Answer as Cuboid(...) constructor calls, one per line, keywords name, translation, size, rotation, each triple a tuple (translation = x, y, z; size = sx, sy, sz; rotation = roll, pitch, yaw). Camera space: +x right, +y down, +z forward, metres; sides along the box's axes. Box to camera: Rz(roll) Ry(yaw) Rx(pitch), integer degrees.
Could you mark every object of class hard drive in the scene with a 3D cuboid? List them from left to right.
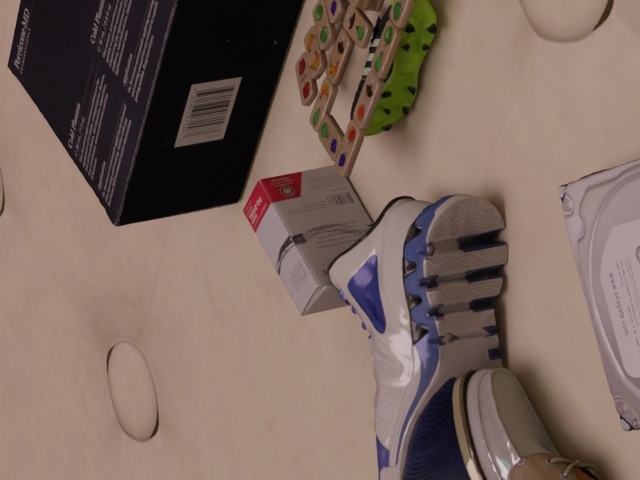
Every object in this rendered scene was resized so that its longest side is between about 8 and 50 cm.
Cuboid(name="hard drive", translation=(0.348, 0.026, 1.635), size=(0.339, 0.064, 0.236), rotation=(-19, 84, 56))

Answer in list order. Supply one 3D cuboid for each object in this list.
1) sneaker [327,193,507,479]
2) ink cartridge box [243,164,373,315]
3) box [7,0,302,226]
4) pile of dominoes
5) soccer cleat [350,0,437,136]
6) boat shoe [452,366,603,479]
Cuboid(name="sneaker", translation=(0.096, 0.091, 2.005), size=(0.182, 0.127, 0.315), rotation=(23, 112, 56))
Cuboid(name="ink cartridge box", translation=(0.000, 0.000, 2.117), size=(0.150, 0.109, 0.063), rotation=(61, 143, 25))
Cuboid(name="box", translation=(-0.202, -0.253, 2.284), size=(0.312, 0.179, 0.343), rotation=(53, 139, 33))
Cuboid(name="pile of dominoes", translation=(0.020, -0.221, 2.009), size=(0.196, 0.040, 0.251), rotation=(59, 136, 51))
Cuboid(name="soccer cleat", translation=(0.073, -0.185, 2.004), size=(0.072, 0.060, 0.179), rotation=(-111, 33, -41))
Cuboid(name="boat shoe", translation=(0.226, 0.251, 1.870), size=(0.103, 0.113, 0.302), rotation=(-33, 70, 34))
